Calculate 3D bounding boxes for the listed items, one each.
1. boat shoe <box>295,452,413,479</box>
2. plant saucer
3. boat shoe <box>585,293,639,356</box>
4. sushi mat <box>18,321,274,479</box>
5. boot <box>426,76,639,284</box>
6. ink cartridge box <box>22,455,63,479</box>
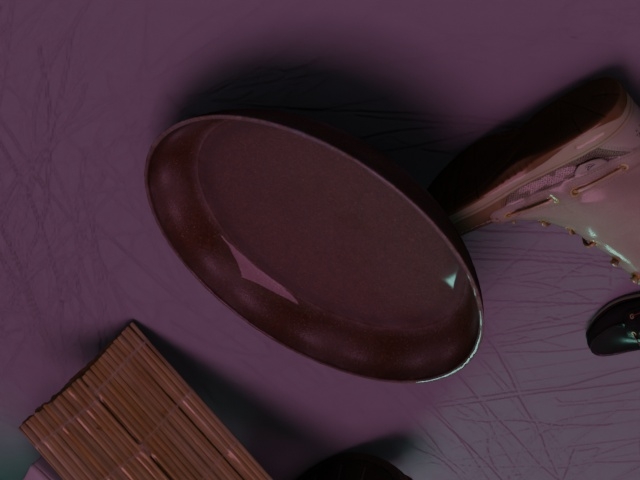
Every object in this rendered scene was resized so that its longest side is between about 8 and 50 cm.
[{"bbox_3d":[0.010,0.305,1.484,0.104,0.110,0.307,37,142,-23],"label":"boat shoe"},{"bbox_3d":[0.000,0.000,1.163,0.311,0.050,0.310,24,148,16],"label":"plant saucer"},{"bbox_3d":[0.281,0.071,1.214,0.133,0.042,0.049,-27,124,37],"label":"boat shoe"},{"bbox_3d":[-0.132,0.245,1.368,0.316,0.151,0.019,48,172,1],"label":"sushi mat"},{"bbox_3d":[0.195,-0.022,1.123,0.213,0.077,0.165,-30,123,36],"label":"boot"},{"bbox_3d":[-0.196,0.349,1.494,0.283,0.117,0.207,43,135,8],"label":"ink cartridge box"}]
